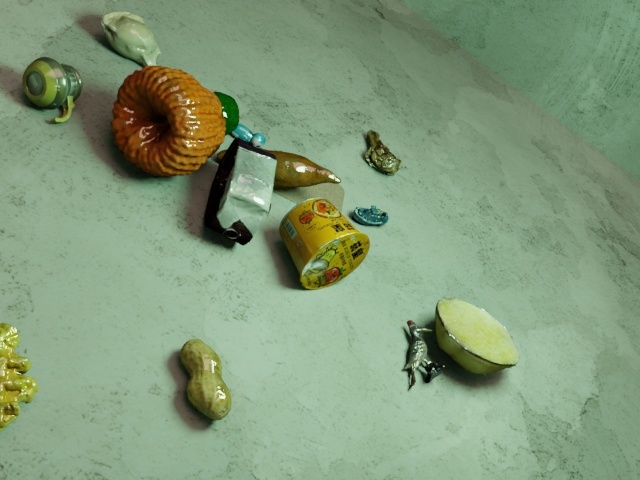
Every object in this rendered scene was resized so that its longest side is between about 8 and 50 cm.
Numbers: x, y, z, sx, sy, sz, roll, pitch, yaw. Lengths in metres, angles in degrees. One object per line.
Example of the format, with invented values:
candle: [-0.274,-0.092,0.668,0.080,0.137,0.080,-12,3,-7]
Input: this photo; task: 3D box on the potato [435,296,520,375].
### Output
potato: [0.413,0.280,1.955,0.299,0.116,0.239,19,38,-34]

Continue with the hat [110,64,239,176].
hat: [-0.362,-0.298,1.868,0.285,0.285,0.400,52,16,14]

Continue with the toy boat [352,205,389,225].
toy boat: [0.155,-0.079,2.129,0.137,0.061,0.060,7,51,-31]

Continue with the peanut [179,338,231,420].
peanut: [-0.250,0.297,1.490,0.089,0.089,0.192,2,49,-35]

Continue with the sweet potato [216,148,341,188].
sweet potato: [-0.115,-0.204,1.994,0.359,0.112,0.112,12,43,5]

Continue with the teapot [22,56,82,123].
teapot: [-0.674,-0.380,1.756,0.119,0.130,0.165,-25,104,-62]

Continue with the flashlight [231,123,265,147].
flashlight: [-0.226,-0.319,2.075,0.129,0.051,0.051,30,42,-4]

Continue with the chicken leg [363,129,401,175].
chicken leg: [0.199,-0.297,2.352,0.125,0.080,0.196,-2,48,-50]

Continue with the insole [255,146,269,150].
insole: [-0.163,-0.264,2.047,0.153,0.053,0.002,6,88,-63]

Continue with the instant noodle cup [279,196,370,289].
instant noodle cup: [0.000,0.000,1.851,0.216,0.215,0.172,-7,50,-40]

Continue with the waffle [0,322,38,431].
waffle: [-0.682,0.244,1.227,0.302,0.068,0.325,42,39,2]

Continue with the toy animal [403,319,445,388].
toy animal: [0.266,0.303,1.873,0.105,0.070,0.202,1,56,-13]

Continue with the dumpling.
dumpling: [-0.548,-0.597,2.036,0.199,0.118,0.136,48,39,-24]

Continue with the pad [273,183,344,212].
pad: [-0.047,-0.163,2.100,0.266,0.002,0.176,26,43,-15]

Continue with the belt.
belt: [-0.198,-0.125,1.824,0.164,0.184,0.289,26,48,-23]
